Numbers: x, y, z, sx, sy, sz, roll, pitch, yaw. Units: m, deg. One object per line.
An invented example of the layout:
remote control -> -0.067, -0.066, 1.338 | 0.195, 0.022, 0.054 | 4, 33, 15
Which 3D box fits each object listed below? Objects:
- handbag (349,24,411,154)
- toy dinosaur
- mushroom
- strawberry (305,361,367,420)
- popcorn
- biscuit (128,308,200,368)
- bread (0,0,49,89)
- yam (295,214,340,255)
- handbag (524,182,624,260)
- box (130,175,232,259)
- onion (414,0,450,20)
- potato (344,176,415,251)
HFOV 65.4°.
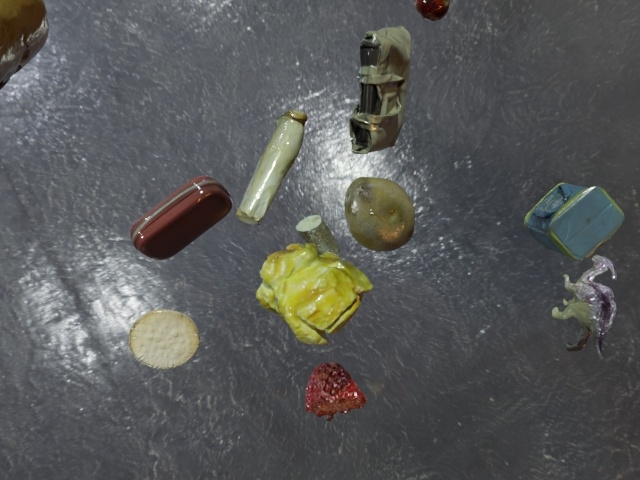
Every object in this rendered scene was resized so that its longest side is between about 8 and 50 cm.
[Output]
handbag -> 0.151, -0.373, 1.266 | 0.109, 0.253, 0.316 | 15, 118, 21
toy dinosaur -> 0.719, 0.175, 1.349 | 0.077, 0.162, 0.294 | 18, 65, -24
mushroom -> -0.113, -0.182, 1.216 | 0.081, 0.100, 0.312 | 28, 73, -19
strawberry -> 0.049, 0.535, 1.806 | 0.233, 0.234, 0.178 | -9, 58, 0
popcorn -> -0.021, 0.126, 1.289 | 0.276, 0.276, 0.225 | 35, 100, 3
biscuit -> -0.337, 0.214, 1.074 | 0.152, 0.020, 0.152 | -4, 111, -10
bread -> -0.572, -0.317, 0.756 | 0.300, 0.210, 0.341 | -8, 46, 12
yam -> 0.000, 0.000, 1.822 | 0.107, 0.107, 0.183 | -35, 108, -2
handbag -> 0.902, -0.078, 1.794 | 0.222, 0.241, 0.263 | 41, 96, -7
box -> -0.527, -0.084, 1.905 | 0.404, 0.263, 0.108 | -37, 69, -2
onion -> 0.355, -0.759, 1.595 | 0.117, 0.118, 0.119 | 31, 86, 3
potato -> 0.149, -0.068, 1.256 | 0.160, 0.235, 0.178 | -25, 47, 27
